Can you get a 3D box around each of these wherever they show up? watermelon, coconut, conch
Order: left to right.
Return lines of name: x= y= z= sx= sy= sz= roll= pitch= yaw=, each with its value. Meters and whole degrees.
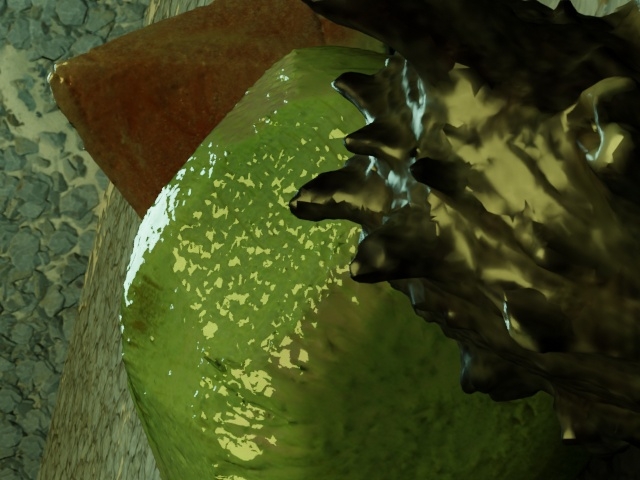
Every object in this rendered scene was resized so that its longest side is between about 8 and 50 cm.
watermelon: x=-0.047 y=-0.064 z=1.483 sx=0.250 sy=0.292 sz=0.283 roll=55 pitch=141 yaw=26
coconut: x=0.025 y=0.043 z=1.057 sx=0.328 sy=0.281 sz=0.328 roll=-171 pitch=90 yaw=-72
conch: x=0.143 y=-0.038 z=0.682 sx=0.186 sy=0.313 sz=0.241 roll=86 pitch=-171 yaw=-52
